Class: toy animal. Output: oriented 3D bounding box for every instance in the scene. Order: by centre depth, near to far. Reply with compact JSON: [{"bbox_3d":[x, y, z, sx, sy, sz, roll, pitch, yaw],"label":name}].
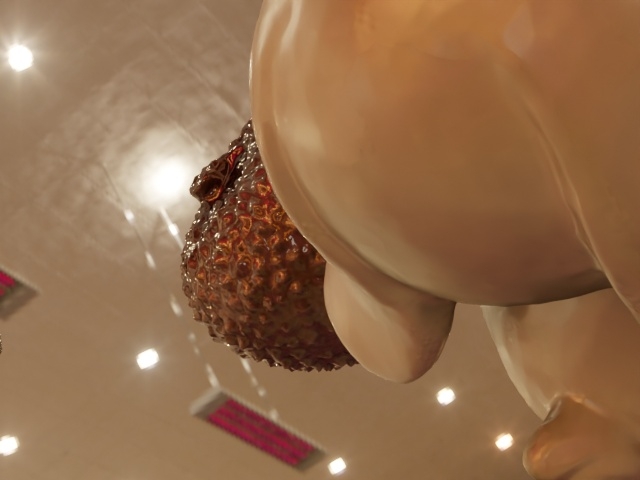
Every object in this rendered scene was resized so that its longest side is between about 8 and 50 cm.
[{"bbox_3d":[0.088,-0.012,0.484,0.289,0.174,0.249,35,-34,-14],"label":"toy animal"}]

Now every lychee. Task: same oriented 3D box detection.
[{"bbox_3d":[-0.005,0.002,1.237,0.300,0.300,0.300,-19,-40,-17],"label":"lychee"}]

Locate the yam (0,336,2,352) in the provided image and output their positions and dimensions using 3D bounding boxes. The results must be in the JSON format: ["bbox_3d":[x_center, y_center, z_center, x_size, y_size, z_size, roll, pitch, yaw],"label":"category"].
[{"bbox_3d":[-0.384,0.007,1.211,0.061,0.061,0.253,-21,-69,-14],"label":"yam"}]
